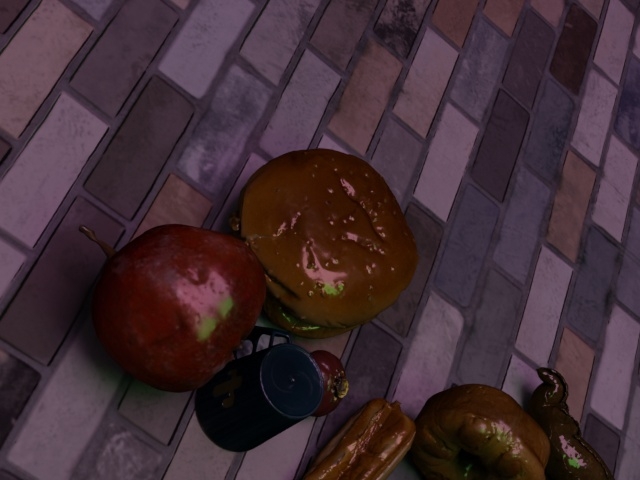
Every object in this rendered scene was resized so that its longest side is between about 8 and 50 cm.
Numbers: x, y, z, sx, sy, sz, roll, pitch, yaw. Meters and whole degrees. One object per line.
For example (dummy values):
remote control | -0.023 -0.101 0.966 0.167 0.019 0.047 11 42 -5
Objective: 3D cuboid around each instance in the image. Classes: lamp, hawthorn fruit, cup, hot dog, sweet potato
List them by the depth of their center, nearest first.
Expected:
hawthorn fruit | -0.217 0.068 1.537 0.272 0.242 0.242 33 52 -7
cup | -0.081 0.198 1.616 0.131 0.155 0.176 16 61 -32
hot dog | 0.056 0.329 1.709 0.102 0.076 0.249 34 54 16
lamp | -0.004 0.214 1.713 0.101 0.090 0.101 -13 105 -59
sweet potato | 0.432 0.366 1.974 0.124 0.098 0.310 -34 94 -49

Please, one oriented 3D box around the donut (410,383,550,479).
donut | 0.245 0.323 1.771 0.226 0.226 0.114 42 49 -14

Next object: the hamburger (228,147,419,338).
hamburger | 0.000 0.000 1.768 0.314 0.170 0.290 -22 77 -40
